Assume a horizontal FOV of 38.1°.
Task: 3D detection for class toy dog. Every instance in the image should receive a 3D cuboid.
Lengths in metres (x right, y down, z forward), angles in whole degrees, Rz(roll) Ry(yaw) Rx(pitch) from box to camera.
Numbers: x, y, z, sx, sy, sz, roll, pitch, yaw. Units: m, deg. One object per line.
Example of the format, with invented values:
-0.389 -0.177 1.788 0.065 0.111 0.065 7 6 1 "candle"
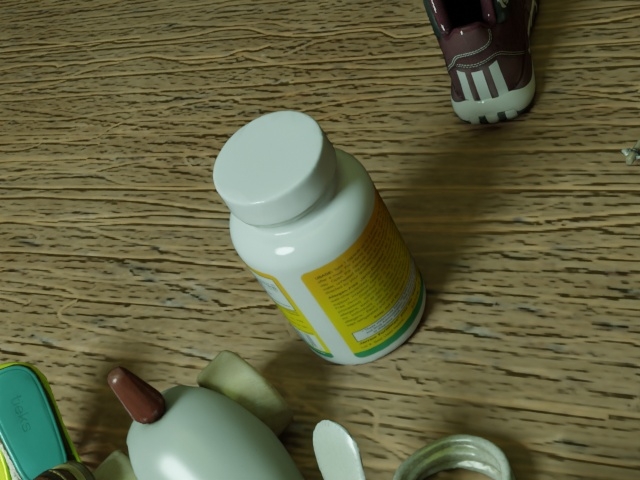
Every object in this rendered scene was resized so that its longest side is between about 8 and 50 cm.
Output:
-0.046 0.180 0.642 0.333 0.161 0.220 9 59 33 "toy dog"

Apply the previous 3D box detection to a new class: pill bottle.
0.000 0.000 0.730 0.117 0.208 0.118 -14 49 17 "pill bottle"

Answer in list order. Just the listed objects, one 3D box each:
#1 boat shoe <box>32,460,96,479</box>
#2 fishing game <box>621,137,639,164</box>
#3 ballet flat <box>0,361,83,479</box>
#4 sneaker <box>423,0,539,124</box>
-0.232 0.234 0.674 0.064 0.060 0.178 42 104 23 "boat shoe"
0.381 -0.080 0.714 0.264 0.041 0.189 24 65 39 "fishing game"
-0.223 0.211 0.759 0.077 0.077 0.231 -16 76 -26 "ballet flat"
0.150 -0.260 0.893 0.106 0.162 0.281 -14 49 17 "sneaker"
